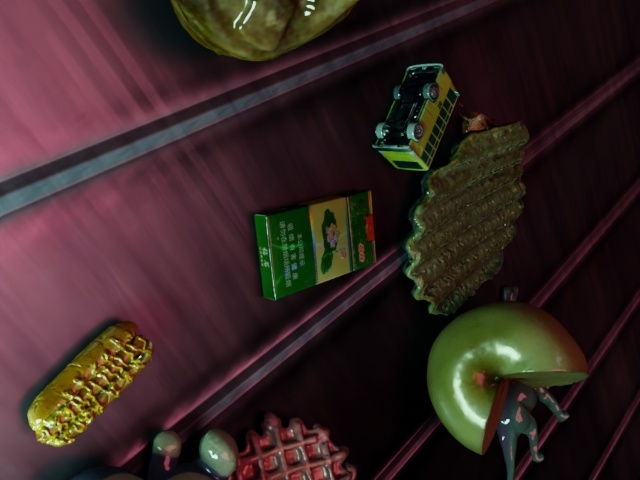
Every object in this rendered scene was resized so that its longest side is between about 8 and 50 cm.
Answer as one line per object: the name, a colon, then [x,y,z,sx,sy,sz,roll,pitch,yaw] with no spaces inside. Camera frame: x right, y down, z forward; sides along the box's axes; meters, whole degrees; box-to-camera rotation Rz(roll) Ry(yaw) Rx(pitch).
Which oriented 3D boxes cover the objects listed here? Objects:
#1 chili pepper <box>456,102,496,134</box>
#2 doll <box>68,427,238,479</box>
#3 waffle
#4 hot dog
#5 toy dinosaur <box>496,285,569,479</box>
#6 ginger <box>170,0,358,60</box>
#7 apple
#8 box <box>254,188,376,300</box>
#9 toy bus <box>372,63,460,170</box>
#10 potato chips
chili pepper: [0.349,-0.223,1.282,0.268,0.050,0.059,20,101,-46]
doll: [-0.208,0.351,0.729,0.258,0.154,0.228,12,53,-52]
waffle: [-0.049,0.378,0.898,0.221,0.055,0.234,37,61,-7]
hot dog: [-0.269,0.167,0.716,0.165,0.045,0.071,-49,128,-31]
toy dinosaur: [0.433,0.343,1.417,0.331,0.129,0.383,51,61,-23]
ginger: [-0.059,-0.338,0.729,0.269,0.223,0.200,-33,137,6]
apple: [0.345,0.245,1.194,0.295,0.233,0.258,-43,159,15]
box: [0.000,0.000,0.971,0.235,0.034,0.132,-16,106,-43]
toy bus: [0.174,-0.219,1.084,0.101,0.088,0.175,37,72,-42]
potato chips: [0.313,-0.050,1.243,0.429,0.070,0.358,-29,124,-35]
